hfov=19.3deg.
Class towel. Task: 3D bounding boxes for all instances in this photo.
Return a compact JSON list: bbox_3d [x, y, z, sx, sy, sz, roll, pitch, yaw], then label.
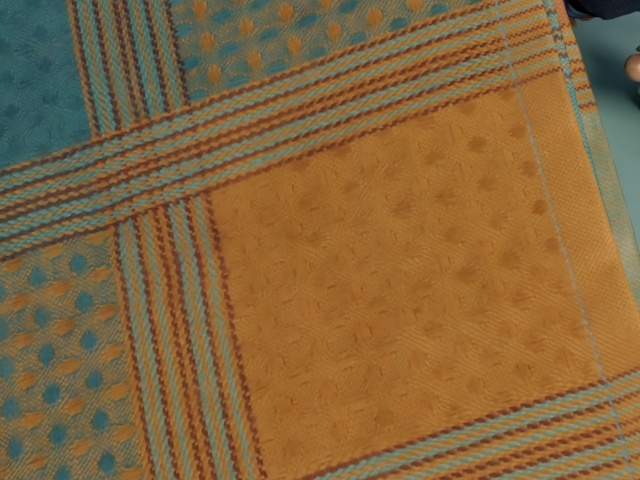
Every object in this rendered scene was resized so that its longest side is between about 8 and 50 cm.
[{"bbox_3d":[-0.031,0.007,0.648,0.271,0.040,0.370,-17,59,7],"label":"towel"}]

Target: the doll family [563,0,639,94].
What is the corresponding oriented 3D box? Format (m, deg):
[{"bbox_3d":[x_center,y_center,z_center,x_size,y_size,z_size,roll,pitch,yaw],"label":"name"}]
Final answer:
[{"bbox_3d":[0.110,-0.112,0.816,0.263,0.163,0.118,-2,90,-27],"label":"doll family"}]
